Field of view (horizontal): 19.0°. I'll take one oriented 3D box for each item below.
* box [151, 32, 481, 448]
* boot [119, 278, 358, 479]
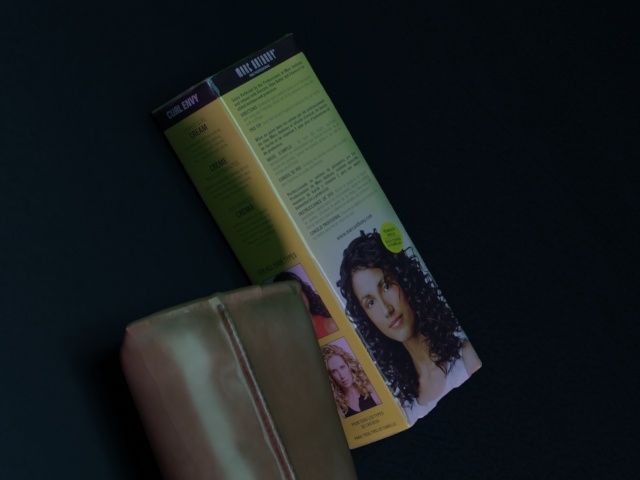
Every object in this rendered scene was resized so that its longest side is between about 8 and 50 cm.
[{"bbox_3d":[0.000,0.000,1.127,0.087,0.058,0.232,-36,97,-46],"label":"box"},{"bbox_3d":[-0.052,0.167,0.987,0.236,0.089,0.269,-8,77,-56],"label":"boot"}]
